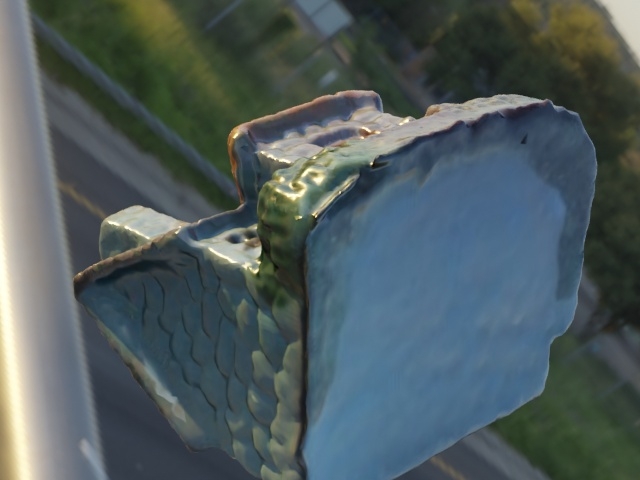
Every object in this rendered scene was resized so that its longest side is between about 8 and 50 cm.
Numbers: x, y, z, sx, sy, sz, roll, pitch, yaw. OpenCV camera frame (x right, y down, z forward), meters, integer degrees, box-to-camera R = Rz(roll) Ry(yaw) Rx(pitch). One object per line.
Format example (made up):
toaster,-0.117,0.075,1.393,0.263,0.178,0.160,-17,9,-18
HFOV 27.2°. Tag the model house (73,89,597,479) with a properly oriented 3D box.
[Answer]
model house,0.000,0.000,1.163,0.360,0.297,0.339,-23,31,-39
